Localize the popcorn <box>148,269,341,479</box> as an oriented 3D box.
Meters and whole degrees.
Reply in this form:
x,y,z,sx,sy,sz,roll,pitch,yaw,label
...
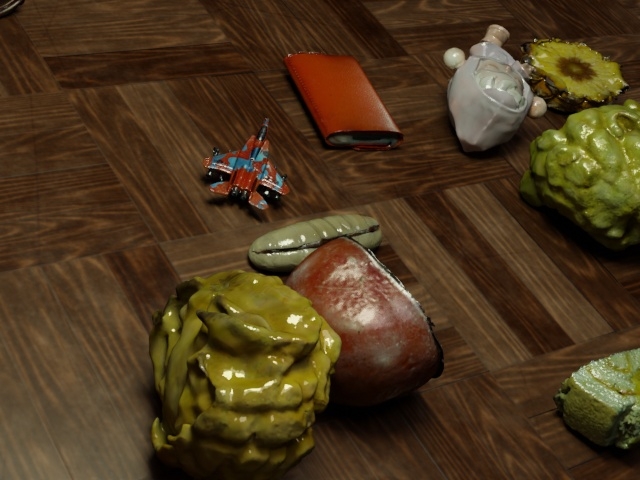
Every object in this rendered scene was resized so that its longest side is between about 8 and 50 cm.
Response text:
x,y,z,sx,sy,sz,roll,pitch,yaw,label
-0.086,0.147,1.252,0.190,0.250,0.250,28,30,-38,popcorn

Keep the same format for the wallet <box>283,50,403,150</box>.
x,y,z,sx,sy,sz,roll,pitch,yaw,label
0.035,-0.227,1.860,0.142,0.045,0.204,-2,46,-29,wallet

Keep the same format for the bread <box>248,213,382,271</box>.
x,y,z,sx,sy,sz,roll,pitch,yaw,label
0.000,0.000,1.585,0.214,0.053,0.073,-12,54,-34,bread

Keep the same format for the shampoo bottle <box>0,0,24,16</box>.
x,y,z,sx,sy,sz,roll,pitch,yaw,label
-0.600,-0.468,1.819,0.129,0.084,0.323,-31,61,-32,shampoo bottle

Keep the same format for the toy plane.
x,y,z,sx,sy,sz,roll,pitch,yaw,label
-0.099,-0.115,1.665,0.130,0.061,0.189,19,35,-3,toy plane

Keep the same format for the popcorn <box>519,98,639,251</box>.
x,y,z,sx,sy,sz,roll,pitch,yaw,label
0.450,-0.099,1.782,0.250,0.235,0.242,-7,5,-15,popcorn

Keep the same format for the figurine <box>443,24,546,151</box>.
x,y,z,sx,sy,sz,roll,pitch,yaw,label
0.283,-0.256,1.940,0.200,0.133,0.276,30,35,-10,figurine

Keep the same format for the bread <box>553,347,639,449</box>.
x,y,z,sx,sy,sz,roll,pitch,yaw,label
0.395,0.209,1.486,0.156,0.103,0.110,-15,46,-27,bread

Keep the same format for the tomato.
x,y,z,sx,sy,sz,roll,pitch,yaw,label
0.027,0.116,1.401,0.155,0.180,0.214,-30,52,-23,tomato

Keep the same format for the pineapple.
x,y,z,sx,sy,sz,roll,pitch,yaw,label
0.454,-0.294,2.099,0.225,0.076,0.225,11,39,-9,pineapple
